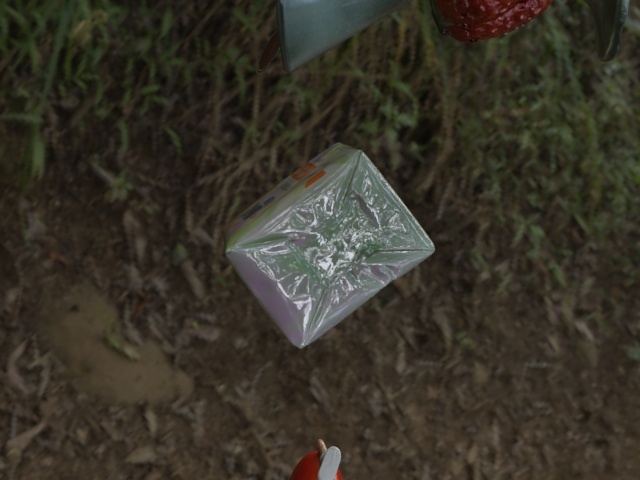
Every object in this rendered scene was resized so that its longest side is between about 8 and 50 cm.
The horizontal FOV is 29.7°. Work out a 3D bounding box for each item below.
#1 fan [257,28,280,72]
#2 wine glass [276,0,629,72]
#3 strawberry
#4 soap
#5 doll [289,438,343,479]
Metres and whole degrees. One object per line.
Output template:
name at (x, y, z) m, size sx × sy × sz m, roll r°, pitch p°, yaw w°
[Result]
fan at (-0.064, -0.301, 1.854) m, size 0.005 × 0.133 × 0.085 m, roll 28°, pitch 72°, yaw -21°
wine glass at (0.157, -0.323, 1.467) m, size 0.406 × 0.267 × 0.267 m, roll 4°, pitch 46°, yaw 3°
strawberry at (0.305, -0.474, 2.010) m, size 0.250 × 0.288 × 0.238 m, roll 65°, pitch 7°, yaw -62°
soap at (0.000, 0.000, 1.298) m, size 0.138 × 0.182 × 0.199 m, roll 52°, pitch -1°, yaw -9°
doll at (-0.005, 0.397, 1.845) m, size 0.085 × 0.217 × 0.183 m, roll 11°, pitch 78°, yaw -8°
